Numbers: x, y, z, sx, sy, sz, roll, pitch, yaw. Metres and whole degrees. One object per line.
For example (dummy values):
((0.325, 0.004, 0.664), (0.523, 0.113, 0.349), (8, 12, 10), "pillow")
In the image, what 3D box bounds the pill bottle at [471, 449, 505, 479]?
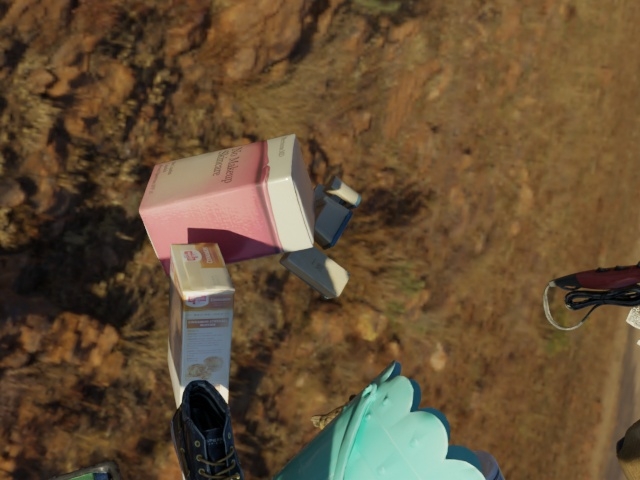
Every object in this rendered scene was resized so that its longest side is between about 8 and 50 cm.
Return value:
((0.216, 0.335, 1.179), (0.065, 0.065, 0.116), (-54, 127, -44), "pill bottle")

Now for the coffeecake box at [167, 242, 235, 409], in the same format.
((-0.162, 0.115, 1.202), (0.142, 0.068, 0.185), (-121, -147, -61), "coffeecake box")

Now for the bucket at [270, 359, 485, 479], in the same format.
((0.092, 0.285, 0.930), (0.183, 0.281, 0.281), (-39, 151, 1), "bucket")

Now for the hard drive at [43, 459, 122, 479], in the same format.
((-0.210, 0.296, 0.564), (0.237, 0.339, 0.064), (-15, 120, -16), "hard drive")

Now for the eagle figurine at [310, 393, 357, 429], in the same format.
((0.092, 0.389, 1.402), (0.298, 0.225, 0.226), (61, 13, 7), "eagle figurine")

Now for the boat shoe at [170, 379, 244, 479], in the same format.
((-0.111, 0.237, 0.941), (0.065, 0.183, 0.083), (-12, 144, -26), "boat shoe")

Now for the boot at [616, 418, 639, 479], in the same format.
((0.446, 0.180, 0.936), (0.305, 0.115, 0.112), (-25, 148, -13), "boot")

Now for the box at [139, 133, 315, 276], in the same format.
((-0.133, -0.054, 1.358), (0.148, 0.232, 0.127), (-89, 164, -58), "box")

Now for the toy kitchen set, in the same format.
((0.000, 0.000, 1.727), (0.122, 0.166, 0.207), (38, 67, -15), "toy kitchen set")

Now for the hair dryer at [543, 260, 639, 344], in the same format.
((0.485, 0.061, 1.392), (0.080, 0.224, 0.293), (-65, 172, -54), "hair dryer")
